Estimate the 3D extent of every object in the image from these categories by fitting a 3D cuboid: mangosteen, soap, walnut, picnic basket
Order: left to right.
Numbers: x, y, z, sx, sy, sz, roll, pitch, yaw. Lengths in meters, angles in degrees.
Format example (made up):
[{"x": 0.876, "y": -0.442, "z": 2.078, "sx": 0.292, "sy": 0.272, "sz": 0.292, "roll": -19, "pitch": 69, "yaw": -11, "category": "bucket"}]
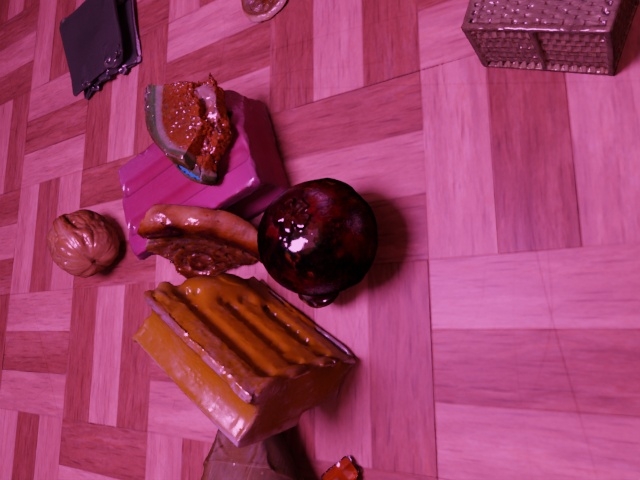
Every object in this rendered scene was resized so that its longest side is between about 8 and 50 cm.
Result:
[{"x": -0.582, "y": 0.001, "z": 1.221, "sx": 0.184, "sy": 0.155, "sz": 0.155, "roll": 38, "pitch": 103, "yaw": 35, "category": "walnut"}, {"x": -0.255, "y": -0.127, "z": 1.041, "sx": 0.360, "sy": 0.128, "sz": 0.232, "roll": -27, "pitch": 69, "yaw": 27, "category": "soap"}, {"x": -0.123, "y": 0.175, "z": 0.833, "sx": 0.281, "sy": 0.259, "sz": 0.142, "roll": 31, "pitch": 112, "yaw": 34, "category": "soap"}, {"x": 0.000, "y": 0.000, "z": 0.811, "sx": 0.210, "sy": 0.210, "sz": 0.209, "roll": -6, "pitch": 78, "yaw": 32, "category": "mangosteen"}, {"x": 0.326, "y": -0.334, "z": 0.693, "sx": 0.197, "sy": 0.134, "sz": 0.154, "roll": 18, "pitch": 91, "yaw": 35, "category": "picnic basket"}]

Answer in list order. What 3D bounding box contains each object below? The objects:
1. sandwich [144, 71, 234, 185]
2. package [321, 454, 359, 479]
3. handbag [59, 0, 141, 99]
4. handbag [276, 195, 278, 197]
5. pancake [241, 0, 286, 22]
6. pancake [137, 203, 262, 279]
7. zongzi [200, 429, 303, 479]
[{"x": -0.246, "y": -0.207, "z": 0.922, "sx": 0.159, "sy": 0.079, "sz": 0.234, "roll": -23, "pitch": 74, "yaw": 28, "category": "sandwich"}, {"x": 0.046, "y": 0.413, "z": 0.808, "sx": 0.110, "sy": 0.033, "sz": 0.077, "roll": 58, "pitch": 137, "yaw": 41, "category": "package"}, {"x": -0.610, "y": -0.547, "z": 1.378, "sx": 0.248, "sy": 0.079, "sz": 0.259, "roll": -21, "pitch": 74, "yaw": 31, "category": "handbag"}, {"x": -0.028, "y": -0.071, "z": 0.931, "sx": 0.111, "sy": 0.047, "sz": 0.072, "roll": 2, "pitch": 82, "yaw": 31, "category": "handbag"}, {"x": -0.121, "y": -0.541, "z": 1.087, "sx": 0.140, "sy": 0.022, "sz": 0.139, "roll": -6, "pitch": 79, "yaw": 33, "category": "pancake"}, {"x": -0.223, "y": 0.002, "z": 0.951, "sx": 0.258, "sy": 0.212, "sz": 0.056, "roll": -19, "pitch": 40, "yaw": 22, "category": "pancake"}, {"x": -0.045, "y": 0.421, "z": 0.800, "sx": 0.356, "sy": 0.174, "sz": 0.392, "roll": 12, "pitch": 76, "yaw": 28, "category": "zongzi"}]
